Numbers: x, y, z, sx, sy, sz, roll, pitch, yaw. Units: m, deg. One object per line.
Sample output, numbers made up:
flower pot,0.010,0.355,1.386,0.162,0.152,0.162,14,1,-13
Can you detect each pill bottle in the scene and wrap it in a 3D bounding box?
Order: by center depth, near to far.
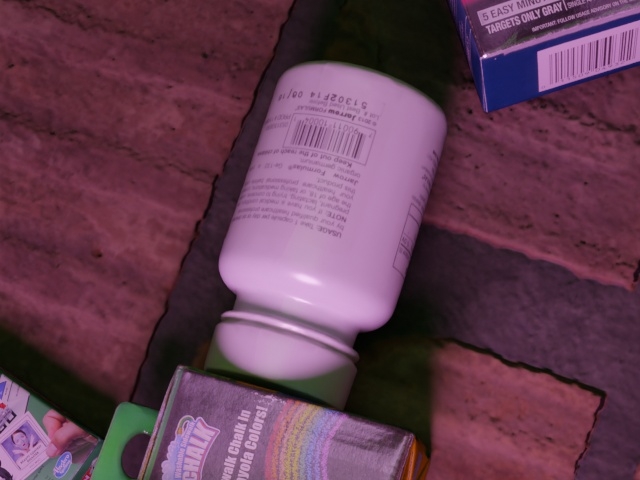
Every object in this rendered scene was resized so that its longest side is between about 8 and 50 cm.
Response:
pill bottle,0.000,0.000,0.943,0.131,0.131,0.229,14,75,14

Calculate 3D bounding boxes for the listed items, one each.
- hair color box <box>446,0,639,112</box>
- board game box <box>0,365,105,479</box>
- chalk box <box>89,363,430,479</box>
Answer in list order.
hair color box,0.156,-0.292,1.024,0.174,0.105,0.347,-17,70,4
board game box,-0.327,0.225,0.973,0.214,0.046,0.317,31,80,18
chalk box,-0.048,0.170,0.899,0.213,0.132,0.132,15,77,15
